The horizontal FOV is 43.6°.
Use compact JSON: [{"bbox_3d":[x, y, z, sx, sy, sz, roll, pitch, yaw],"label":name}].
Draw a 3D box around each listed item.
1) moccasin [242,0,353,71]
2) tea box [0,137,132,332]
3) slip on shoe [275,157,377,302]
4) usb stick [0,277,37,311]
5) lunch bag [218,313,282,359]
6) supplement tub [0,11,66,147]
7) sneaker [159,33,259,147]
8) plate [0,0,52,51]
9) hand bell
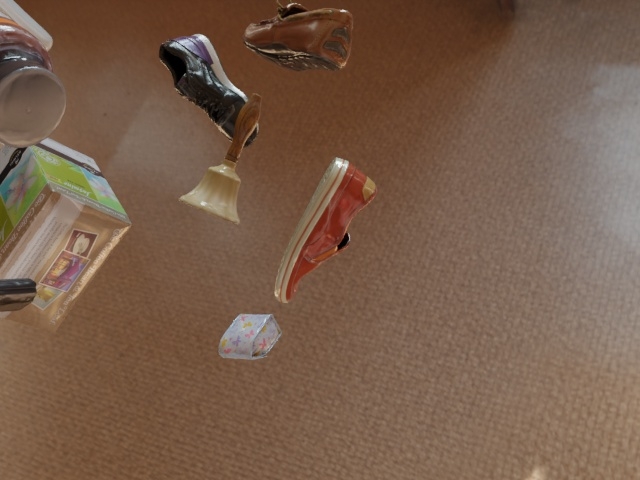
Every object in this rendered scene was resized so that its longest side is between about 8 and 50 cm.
[{"bbox_3d":[-0.054,-0.459,1.756,0.380,0.139,0.147,22,91,62],"label":"moccasin"},{"bbox_3d":[-0.652,-0.028,1.836,0.329,0.220,0.323,-53,46,10],"label":"tea box"},{"bbox_3d":[0.000,0.000,1.465,0.101,0.331,0.123,26,34,-6],"label":"slip on shoe"},{"bbox_3d":[-0.564,0.090,1.239,0.077,0.278,0.045,-32,75,24],"label":"usb stick"},{"bbox_3d":[-0.114,0.159,1.266,0.071,0.053,0.083,-4,32,34],"label":"lunch bag"},{"bbox_3d":[-0.301,-0.151,0.681,0.198,0.106,0.106,35,75,30],"label":"supplement tub"},{"bbox_3d":[-0.250,-0.309,1.712,0.107,0.124,0.283,-42,79,39],"label":"sneaker"},{"bbox_3d":[-0.703,-0.383,1.612,0.045,0.278,0.277,29,78,34],"label":"plate"},{"bbox_3d":[-0.167,-0.164,1.517,0.126,0.126,0.242,22,91,32],"label":"hand bell"}]
